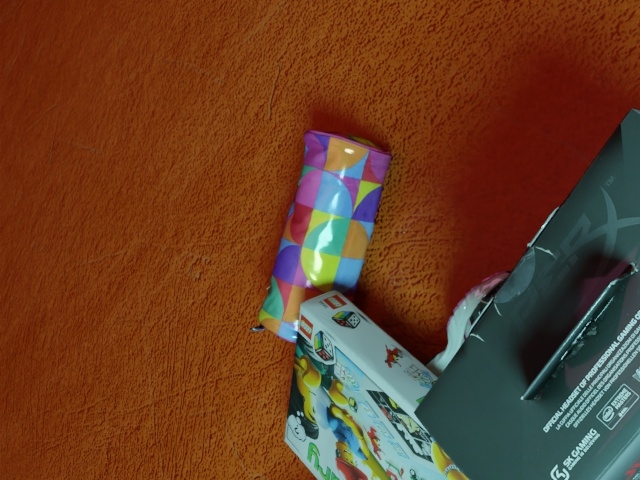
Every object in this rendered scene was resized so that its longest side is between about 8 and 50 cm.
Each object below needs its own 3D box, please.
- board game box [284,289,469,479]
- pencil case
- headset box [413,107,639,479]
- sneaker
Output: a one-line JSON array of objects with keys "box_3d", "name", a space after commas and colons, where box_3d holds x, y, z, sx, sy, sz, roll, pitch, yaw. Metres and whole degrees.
[{"box_3d": [0.078, 0.207, 0.694, 0.305, 0.053, 0.192, 39, 134, 40], "name": "board game box"}, {"box_3d": [0.000, 0.000, 0.815, 0.104, 0.104, 0.236, 24, 100, 43], "name": "pencil case"}, {"box_3d": [0.211, 0.059, 0.466, 0.110, 0.293, 0.218, 47, 115, 37], "name": "headset box"}, {"box_3d": [0.151, 0.106, 0.682, 0.077, 0.072, 0.178, 45, 127, 32], "name": "sneaker"}]
